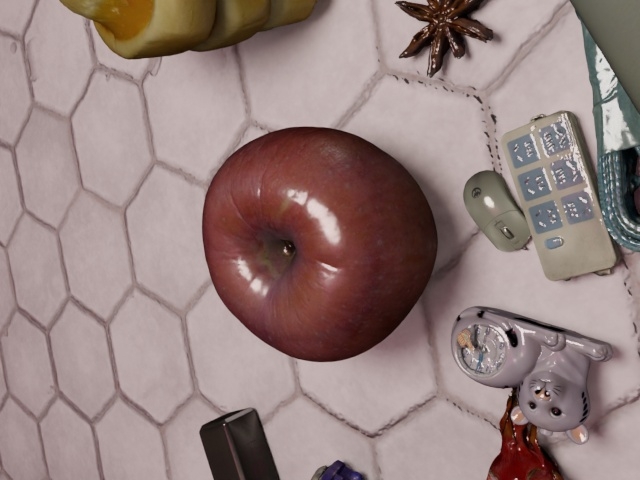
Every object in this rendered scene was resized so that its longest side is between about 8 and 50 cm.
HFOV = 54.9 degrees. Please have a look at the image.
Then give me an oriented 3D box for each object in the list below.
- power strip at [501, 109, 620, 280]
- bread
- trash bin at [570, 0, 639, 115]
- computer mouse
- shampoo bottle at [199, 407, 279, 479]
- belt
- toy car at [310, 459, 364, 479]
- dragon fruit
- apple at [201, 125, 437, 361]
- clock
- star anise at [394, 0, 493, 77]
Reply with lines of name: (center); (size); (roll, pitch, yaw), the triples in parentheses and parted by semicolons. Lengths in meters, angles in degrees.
power strip: (0.264, -0.048, 0.682); (0.081, 0.035, 0.192); (-20, 84, 38)
bread: (-0.179, -0.347, 0.803); (0.300, 0.341, 0.210); (28, 136, 28)
trash bin: (0.284, -0.233, 0.446); (0.277, 0.217, 0.263); (-27, 84, -3)
computer mouse: (0.207, -0.032, 0.730); (0.056, 0.032, 0.110); (-42, 71, 35)
shampoo bottle: (-0.118, 0.409, 1.020); (0.079, 0.080, 0.246); (-25, 82, 39)
belt: (0.312, -0.138, 0.609); (0.087, 0.072, 0.303); (-7, 95, 42)
toy car: (0.022, 0.447, 0.877); (0.157, 0.172, 0.235); (16, 105, 18)
dragon fruit: (0.232, 0.263, 0.726); (0.094, 0.094, 0.191); (-26, 72, 37)
apple: (0.000, 0.000, 0.769); (0.305, 0.235, 0.306); (9, 105, 35)
clock: (0.225, 0.147, 0.700); (0.176, 0.080, 0.117); (17, 93, 35)
star anise: (0.149, -0.267, 0.733); (0.141, 0.042, 0.141); (10, 105, 39)
